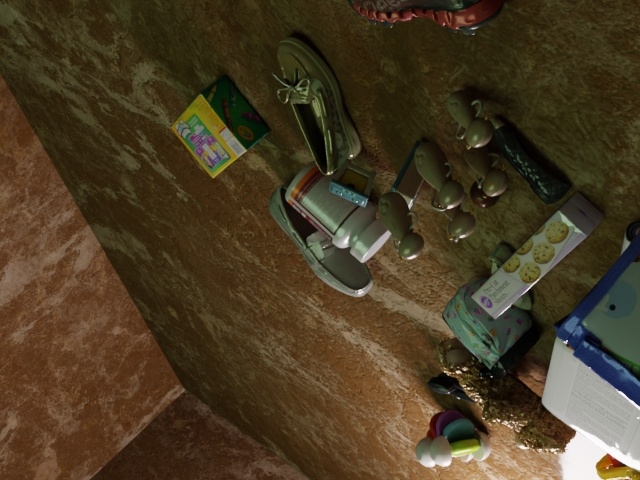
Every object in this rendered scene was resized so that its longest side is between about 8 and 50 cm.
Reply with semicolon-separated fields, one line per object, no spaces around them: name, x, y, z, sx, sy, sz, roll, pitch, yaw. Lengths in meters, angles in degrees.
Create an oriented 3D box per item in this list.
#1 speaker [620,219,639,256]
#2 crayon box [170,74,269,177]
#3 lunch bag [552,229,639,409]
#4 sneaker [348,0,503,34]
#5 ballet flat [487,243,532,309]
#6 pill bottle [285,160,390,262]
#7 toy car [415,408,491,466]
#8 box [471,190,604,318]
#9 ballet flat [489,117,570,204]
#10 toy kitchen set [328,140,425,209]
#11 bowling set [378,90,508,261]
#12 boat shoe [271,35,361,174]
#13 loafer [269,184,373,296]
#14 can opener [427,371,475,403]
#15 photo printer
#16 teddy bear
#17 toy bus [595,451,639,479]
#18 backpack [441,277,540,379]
speaker;0.498;0.031;1.534;0.055;0.055;0.136;33;152;30
crayon box;-0.241;-0.261;2.286;0.165;0.081;0.278;51;156;-7
lunch bag;0.515;0.088;1.186;0.328;0.385;0.239;39;155;15
sneaker;0.139;-0.386;1.438;0.276;0.097;0.135;18;143;45
ballet flat;0.354;0.079;1.851;0.057;0.052;0.168;16;142;50
pill bottle;0.041;-0.062;2.074;0.221;0.121;0.121;42;156;11
toy car;0.330;0.494;2.457;0.182;0.159;0.136;145;119;-66
box;0.367;0.032;1.679;0.067;0.063;0.324;45;146;8
ballet flat;0.335;-0.134;1.585;0.173;0.049;0.057;51;-176;4
toy kitchen set;0.103;-0.110;1.841;0.166;0.122;0.207;26;153;5
bowling set;0.249;-0.088;1.625;0.287;0.199;0.154;-60;31;28
boat shoe;-0.013;-0.260;1.896;0.104;0.089;0.285;11;137;54
loafer;0.000;0.000;2.251;0.319;0.112;0.111;44;165;8
can opener;0.343;0.358;2.298;0.186;0.073;0.059;16;134;35
photo printer;0.534;0.262;1.763;0.256;0.107;0.308;34;152;28
teddy bear;0.370;0.327;2.029;0.338;0.113;0.245;36;-174;-19
toy bus;0.617;0.468;1.922;0.211;0.149;0.220;58;160;7
backpack;0.335;0.165;1.931;0.182;0.152;0.115;46;141;10
